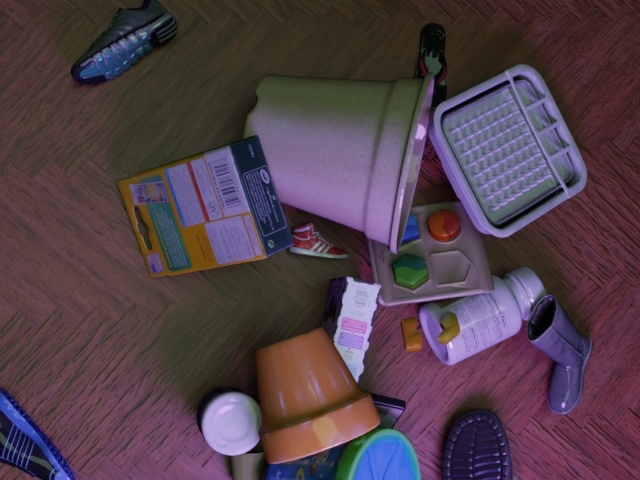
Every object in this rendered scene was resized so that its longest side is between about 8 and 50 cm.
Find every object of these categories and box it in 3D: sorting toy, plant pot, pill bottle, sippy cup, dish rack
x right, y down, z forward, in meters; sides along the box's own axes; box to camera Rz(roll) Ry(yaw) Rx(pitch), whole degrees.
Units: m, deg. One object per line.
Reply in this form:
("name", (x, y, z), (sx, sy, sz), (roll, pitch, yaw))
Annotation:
("sorting toy", (0.212, 0.057, 1.936), (0.229, 0.041, 0.307), (-6, 59, -4))
("plant pot", (0.026, -0.168, 1.865), (0.306, 0.334, 0.333), (12, 84, 8))
("plant pot", (-0.025, 0.255, 1.734), (0.205, 0.205, 0.187), (-19, 87, -12))
("plant pot", (-0.138, 0.424, 1.914), (0.083, 0.083, 0.079), (2, 99, -11))
("pill bottle", (0.321, 0.140, 1.989), (0.229, 0.131, 0.131), (-24, 91, -12))
("pill bottle", (-0.168, 0.323, 1.852), (0.112, 0.187, 0.112), (1, 87, -12))
("sippy cup", (0.029, 0.447, 1.844), (0.305, 0.224, 0.240), (50, 53, -37))
("dish rack", (0.360, -0.173, 2.000), (0.333, 0.072, 0.285), (-29, 94, -36))

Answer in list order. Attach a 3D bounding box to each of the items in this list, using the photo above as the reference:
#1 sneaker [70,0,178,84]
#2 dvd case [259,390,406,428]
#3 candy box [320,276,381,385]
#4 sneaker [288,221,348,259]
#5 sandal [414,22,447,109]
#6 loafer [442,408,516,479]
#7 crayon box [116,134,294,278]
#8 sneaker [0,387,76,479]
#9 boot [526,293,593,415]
("sneaker", (-0.383, -0.380, 1.920), (0.224, 0.083, 0.098), (-32, 70, -14))
("dvd case", (0.012, 0.328, 1.906), (0.253, 0.180, 0.022), (14, 46, -10))
("candy box", (0.045, 0.171, 1.915), (0.070, 0.165, 0.196), (13, 84, -9))
("sneaker", (0.000, 0.000, 1.979), (0.119, 0.042, 0.067), (8, 88, -9))
("sandal", (0.226, -0.352, 2.045), (0.067, 0.040, 0.179), (2, 86, -11))
("loafer", (0.322, 0.515, 1.988), (0.134, 0.130, 0.365), (-7, 77, 22))
("crayon box", (-0.213, -0.054, 1.837), (0.083, 0.323, 0.203), (-26, 101, -47))
("sneaker", (-0.541, 0.377, 1.833), (0.090, 0.081, 0.232), (-40, 88, -8))
("boot", (0.459, 0.226, 1.986), (0.076, 0.208, 0.189), (7, 71, 32))
